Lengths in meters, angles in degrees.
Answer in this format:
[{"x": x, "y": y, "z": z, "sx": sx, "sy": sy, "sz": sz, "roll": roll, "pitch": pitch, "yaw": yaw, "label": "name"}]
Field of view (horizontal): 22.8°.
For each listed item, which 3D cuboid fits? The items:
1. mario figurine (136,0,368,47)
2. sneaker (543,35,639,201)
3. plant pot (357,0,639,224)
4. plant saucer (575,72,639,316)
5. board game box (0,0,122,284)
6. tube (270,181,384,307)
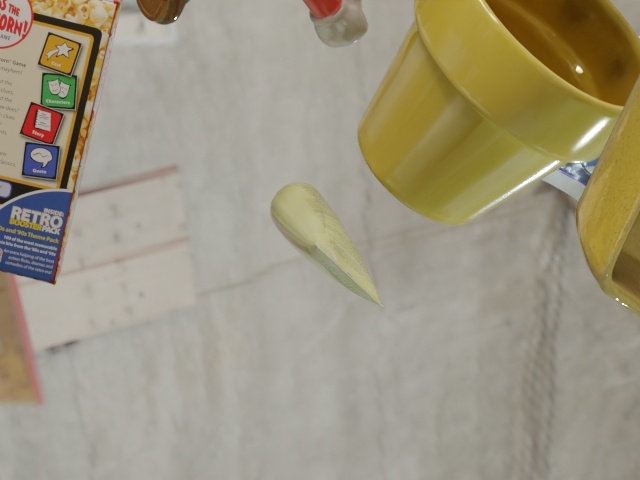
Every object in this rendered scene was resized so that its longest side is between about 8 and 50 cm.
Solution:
[{"x": -0.055, "y": -0.297, "z": 1.612, "sx": 0.170, "sy": 0.321, "sz": 0.198, "roll": 33, "pitch": -52, "yaw": 48, "label": "mario figurine"}, {"x": 0.406, "y": -0.152, "z": 2.023, "sx": 0.236, "sy": 0.323, "sz": 0.130, "roll": -37, "pitch": -129, "yaw": 34, "label": "sneaker"}, {"x": 0.169, "y": -0.148, "z": 1.615, "sx": 0.239, "sy": 0.254, "sz": 0.254, "roll": -47, "pitch": -128, "yaw": 33, "label": "plant pot"}, {"x": 0.333, "y": -0.076, "z": 1.283, "sx": 0.081, "sy": 0.332, "sz": 0.333, "roll": 24, "pitch": -4, "yaw": 39, "label": "plant saucer"}, {"x": -0.222, "y": -0.082, "z": 1.041, "sx": 0.045, "sy": 0.147, "sz": 0.193, "roll": -114, "pitch": -142, "yaw": -79, "label": "board game box"}, {"x": 0.000, "y": 0.000, "z": 1.595, "sx": 0.240, "sy": 0.070, "sz": 0.062, "roll": -130, "pitch": -138, "yaw": -68, "label": "tube"}]
